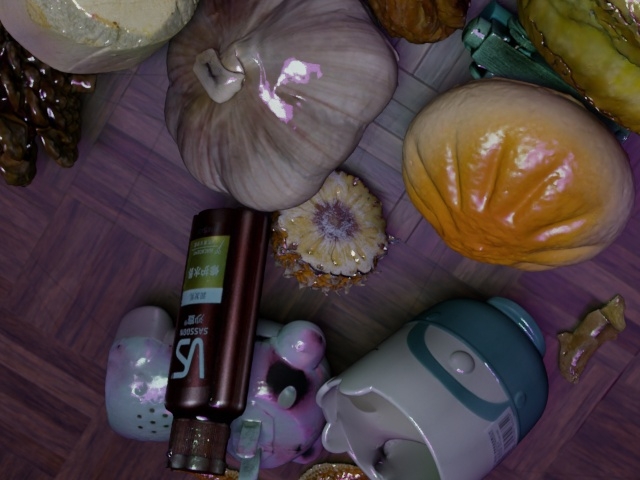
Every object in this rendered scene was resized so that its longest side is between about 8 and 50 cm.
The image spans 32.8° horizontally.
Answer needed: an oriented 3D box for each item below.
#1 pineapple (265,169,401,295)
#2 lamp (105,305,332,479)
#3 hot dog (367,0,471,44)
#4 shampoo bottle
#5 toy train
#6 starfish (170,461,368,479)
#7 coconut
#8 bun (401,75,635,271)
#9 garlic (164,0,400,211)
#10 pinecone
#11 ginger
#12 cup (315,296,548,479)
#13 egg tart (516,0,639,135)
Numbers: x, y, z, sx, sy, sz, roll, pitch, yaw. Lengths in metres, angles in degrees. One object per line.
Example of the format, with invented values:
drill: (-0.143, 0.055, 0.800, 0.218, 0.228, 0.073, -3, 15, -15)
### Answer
pineapple: (-0.003, 0.002, 1.472, 0.176, 0.137, 0.161, 34, 60, -7)
lamp: (-0.135, 0.213, 1.462, 0.301, 0.247, 0.247, 4, 124, 3)
hot dog: (0.078, -0.421, 1.282, 0.174, 0.267, 0.387, -27, 98, 28)
shampoo bottle: (-0.133, 0.124, 1.345, 0.129, 0.084, 0.322, -6, 70, 44)
toy train: (0.283, -0.211, 1.367, 0.248, 0.159, 0.101, 32, 119, -12)
starfish: (-0.068, 0.471, 1.604, 0.302, 0.084, 0.293, -1, 103, 1)
coconut: (-0.271, -0.316, 1.304, 0.239, 0.244, 0.239, 1, 88, -29)
bun: (0.226, -0.054, 1.337, 0.299, 0.299, 0.164, 31, 65, -3)
garlic: (-0.064, -0.199, 1.356, 0.322, 0.322, 0.241, -37, 132, 12)
pinecone: (-0.440, -0.177, 1.401, 0.309, 0.244, 0.244, -15, 103, 18)
ginger: (0.374, 0.134, 1.505, 0.057, 0.044, 0.137, 32, 107, -22)
cup: (0.151, 0.226, 1.432, 0.258, 0.289, 0.219, -35, 67, -28)
egg tart: (0.361, -0.252, 1.229, 0.443, 0.443, 0.178, 41, 119, -6)
